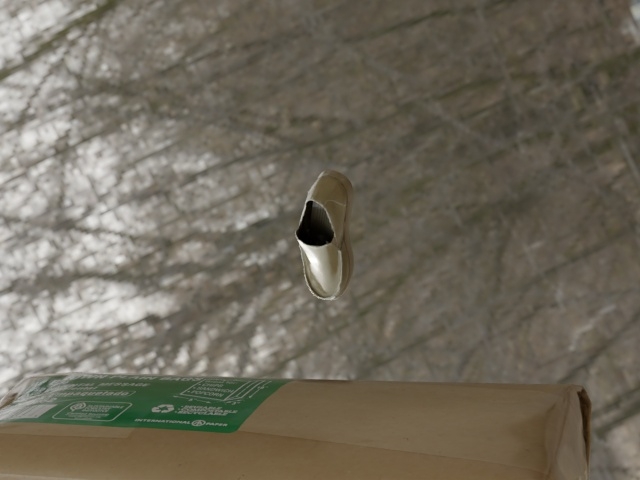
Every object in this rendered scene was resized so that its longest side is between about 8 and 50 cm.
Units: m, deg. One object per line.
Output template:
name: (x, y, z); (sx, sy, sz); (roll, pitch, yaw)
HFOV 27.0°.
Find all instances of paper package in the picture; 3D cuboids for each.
paper package: (-0.029, 0.227, 0.654); (0.168, 0.325, 0.309); (-27, -65, -73)

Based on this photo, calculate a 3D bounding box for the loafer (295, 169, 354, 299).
loafer: (0.000, 0.000, 1.338); (0.056, 0.050, 0.148); (20, 127, 31)
